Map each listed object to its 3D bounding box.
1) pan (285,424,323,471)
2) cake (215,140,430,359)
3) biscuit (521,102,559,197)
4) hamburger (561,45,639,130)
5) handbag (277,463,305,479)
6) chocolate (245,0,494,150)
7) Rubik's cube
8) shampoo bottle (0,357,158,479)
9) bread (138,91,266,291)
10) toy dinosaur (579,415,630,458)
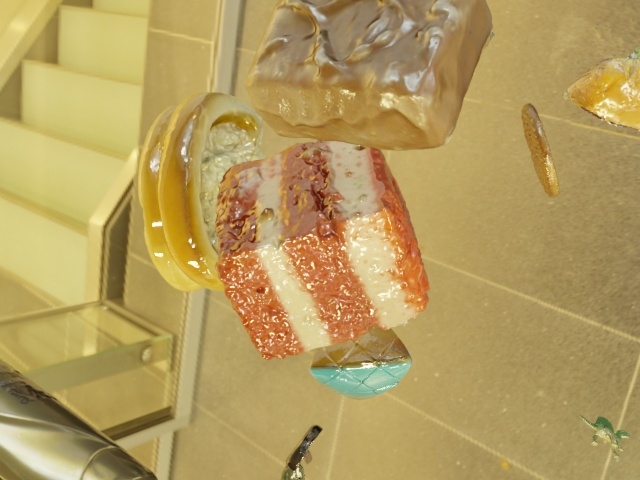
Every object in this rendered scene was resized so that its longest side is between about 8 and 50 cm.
[{"bbox_3d":[-0.036,0.476,1.658,0.040,0.115,0.212,34,160,14],"label":"pan"},{"bbox_3d":[0.000,0.000,1.248,0.319,0.270,0.270,-17,130,9],"label":"cake"},{"bbox_3d":[0.417,-0.171,1.393,0.027,0.188,0.188,-16,86,12],"label":"biscuit"},{"bbox_3d":[0.456,-0.222,1.070,0.175,0.087,0.102,20,144,8],"label":"hamburger"},{"bbox_3d":[-0.067,0.570,1.743,0.047,0.072,0.111,-139,53,-66],"label":"handbag"},{"bbox_3d":[0.032,-0.166,0.642,0.214,0.093,0.149,12,69,33],"label":"chocolate"},{"bbox_3d":[0.072,0.320,1.781,0.254,0.254,0.255,8,102,40],"label":"Rubik's cube"},{"bbox_3d":[-0.335,0.196,0.788,0.350,0.125,0.084,29,96,17],"label":"shampoo bottle"},{"bbox_3d":[-0.235,-0.101,1.591,0.245,0.328,0.425,-2,94,49],"label":"bread"},{"bbox_3d":[0.465,0.313,1.203,0.119,0.060,0.029,32,129,-13],"label":"toy dinosaur"}]
